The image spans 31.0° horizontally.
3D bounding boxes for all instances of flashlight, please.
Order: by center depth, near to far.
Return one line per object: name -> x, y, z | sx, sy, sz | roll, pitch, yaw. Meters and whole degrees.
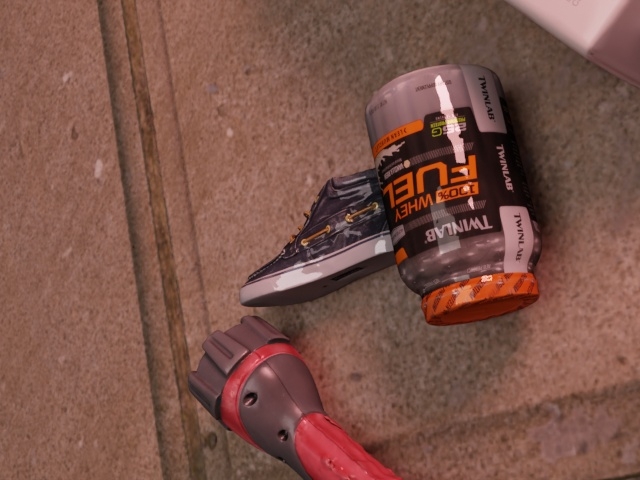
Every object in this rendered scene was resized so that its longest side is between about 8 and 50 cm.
flashlight -> 0.015, 0.180, 0.981 | 0.304, 0.103, 0.103 | 35, 103, 37

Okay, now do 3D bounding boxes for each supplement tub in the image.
supplement tub -> 0.108, -0.034, 0.922 | 0.117, 0.117, 0.190 | -23, 71, 34

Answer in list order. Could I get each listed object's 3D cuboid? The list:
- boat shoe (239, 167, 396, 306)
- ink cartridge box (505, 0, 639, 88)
boat shoe -> 0.000, 0.000, 1.041 | 0.183, 0.065, 0.083 | -22, 70, 27
ink cartridge box -> 0.179, -0.334, 0.872 | 0.384, 0.160, 0.279 | 46, 112, 32
